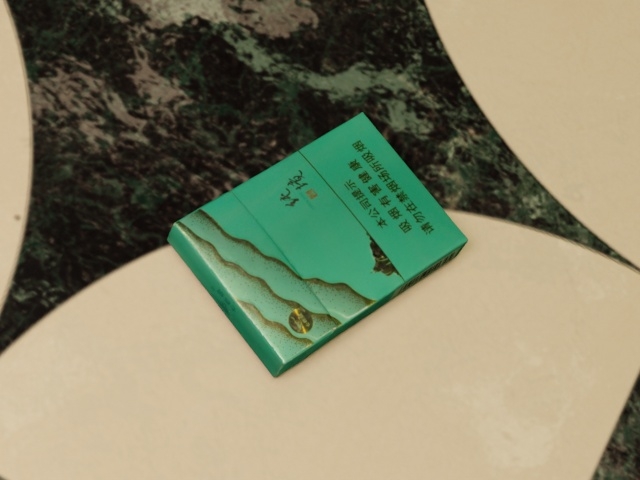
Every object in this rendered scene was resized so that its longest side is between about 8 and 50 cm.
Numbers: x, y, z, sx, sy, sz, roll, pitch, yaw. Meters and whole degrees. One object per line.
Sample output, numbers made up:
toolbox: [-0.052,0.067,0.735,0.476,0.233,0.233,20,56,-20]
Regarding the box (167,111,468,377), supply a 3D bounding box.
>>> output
box: [0.000,0.000,1.396,0.226,0.042,0.161,-32,75,-28]
